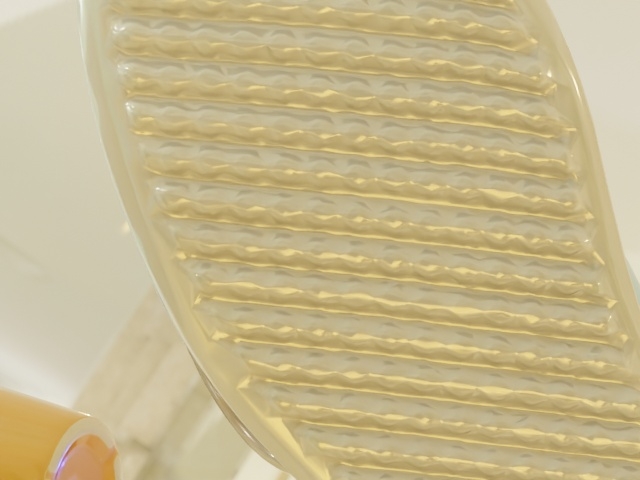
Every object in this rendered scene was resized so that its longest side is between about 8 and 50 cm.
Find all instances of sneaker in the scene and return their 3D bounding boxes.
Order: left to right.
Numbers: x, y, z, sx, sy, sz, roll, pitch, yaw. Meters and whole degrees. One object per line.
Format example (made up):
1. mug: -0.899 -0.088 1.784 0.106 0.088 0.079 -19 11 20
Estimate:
1. sneaker: 0.035 0.027 0.575 0.366 0.135 0.150 63 -3 -11

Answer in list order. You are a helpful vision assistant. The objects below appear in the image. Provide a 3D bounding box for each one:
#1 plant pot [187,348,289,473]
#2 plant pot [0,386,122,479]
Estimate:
1. plant pot: 0.000 0.000 1.011 0.237 0.109 0.237 42 -39 48
2. plant pot: -0.265 0.193 1.450 0.188 0.205 0.205 2 -28 22
